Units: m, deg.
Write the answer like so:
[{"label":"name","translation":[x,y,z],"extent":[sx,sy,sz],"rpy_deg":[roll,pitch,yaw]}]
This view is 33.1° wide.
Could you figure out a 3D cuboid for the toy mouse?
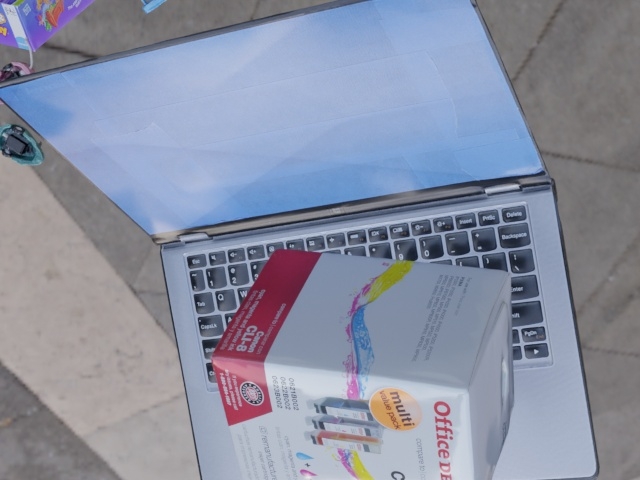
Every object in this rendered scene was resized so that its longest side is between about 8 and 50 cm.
[{"label":"toy mouse","translation":[-0.336,-0.144,1.222],"extent":[0.143,0.031,0.161],"rpy_deg":[-10,105,16]}]

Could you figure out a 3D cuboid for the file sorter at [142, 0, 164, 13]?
[{"label":"file sorter","translation":[-0.203,-0.429,1.542],"extent":[0.170,0.118,0.104],"rpy_deg":[-24,118,33]}]

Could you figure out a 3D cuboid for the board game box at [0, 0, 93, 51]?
[{"label":"board game box","translation":[-0.432,-0.436,1.677],"extent":[0.233,0.347,0.078],"rpy_deg":[15,138,26]}]

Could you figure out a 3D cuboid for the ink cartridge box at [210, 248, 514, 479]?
[{"label":"ink cartridge box","translation":[0.038,0.097,0.748],"extent":[0.176,0.127,0.128],"rpy_deg":[4,126,20]}]

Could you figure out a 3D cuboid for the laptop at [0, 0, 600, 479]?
[{"label":"laptop","translation":[-0.008,0.041,0.876],"extent":[0.382,0.236,0.408],"rpy_deg":[-8,93,22]}]
